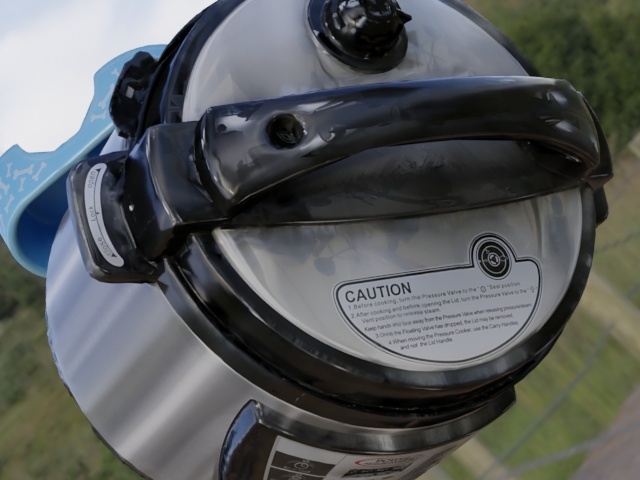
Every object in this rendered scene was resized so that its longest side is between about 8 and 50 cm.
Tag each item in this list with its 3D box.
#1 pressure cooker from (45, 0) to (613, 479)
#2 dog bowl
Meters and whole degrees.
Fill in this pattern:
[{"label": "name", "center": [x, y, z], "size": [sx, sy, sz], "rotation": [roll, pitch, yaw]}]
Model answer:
[{"label": "pressure cooker", "center": [-0.003, -0.005, 1.123], "size": [0.370, 0.375, 0.420], "rotation": [-57, 6, -35]}, {"label": "dog bowl", "center": [-0.211, -0.071, 1.500], "size": [0.297, 0.166, 0.074], "rotation": [-39, 41, 13]}]
